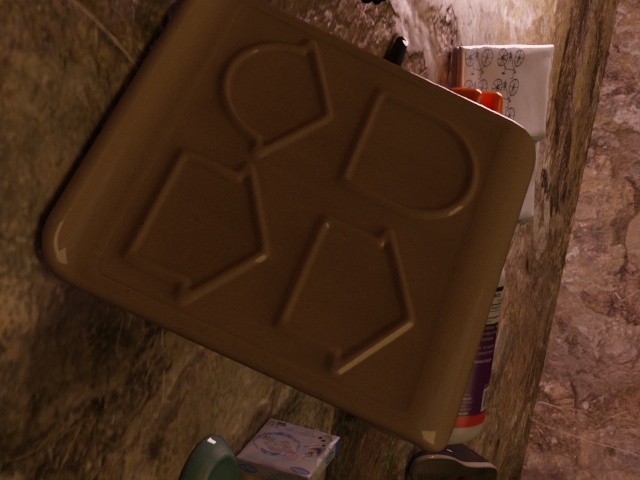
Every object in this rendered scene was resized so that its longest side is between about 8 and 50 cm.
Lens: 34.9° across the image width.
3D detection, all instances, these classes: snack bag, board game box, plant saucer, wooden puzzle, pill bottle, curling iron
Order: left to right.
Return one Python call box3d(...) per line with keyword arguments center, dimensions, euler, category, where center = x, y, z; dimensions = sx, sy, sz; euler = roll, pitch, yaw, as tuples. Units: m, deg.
box3d(center=(-0.113, 0.261, 1.050), dimensions=(0.119, 0.021, 0.119), euler=(9, 90, -69), category="plant saucer")
box3d(center=(-0.036, 0.239, 1.140), dimensions=(0.090, 0.090, 0.020), euler=(-39, 136, -59), category="board game box")
box3d(center=(-0.010, -0.028, 0.850), dimensions=(0.322, 0.348, 0.080), euler=(-67, -172, -30), category="wooden puzzle")
box3d(center=(0.069, -0.177, 1.298), dimensions=(0.068, 0.035, 0.274), euler=(79, 30, -43), category="curling iron")
box3d(center=(0.165, 0.120, 1.475), dimensions=(0.181, 0.181, 0.323), euler=(-8, 106, -68), category="pill bottle")
box3d(center=(0.313, -0.174, 1.794), dimensions=(0.323, 0.037, 0.342), euler=(-12, 110, -49), category="snack bag")

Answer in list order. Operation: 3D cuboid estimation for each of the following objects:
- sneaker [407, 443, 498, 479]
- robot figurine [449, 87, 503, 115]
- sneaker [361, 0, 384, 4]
box3d(center=(0.220, 0.416, 1.909), dimensions=(0.222, 0.118, 0.083), euler=(19, 102, -41), category="sneaker")
box3d(center=(0.228, -0.128, 1.602), dimensions=(0.158, 0.128, 0.219), euler=(-13, 111, -70), category="robot figurine")
box3d(center=(0.055, -0.373, 1.118), dimensions=(0.106, 0.078, 0.234), euler=(-63, 151, -32), category="sneaker")
